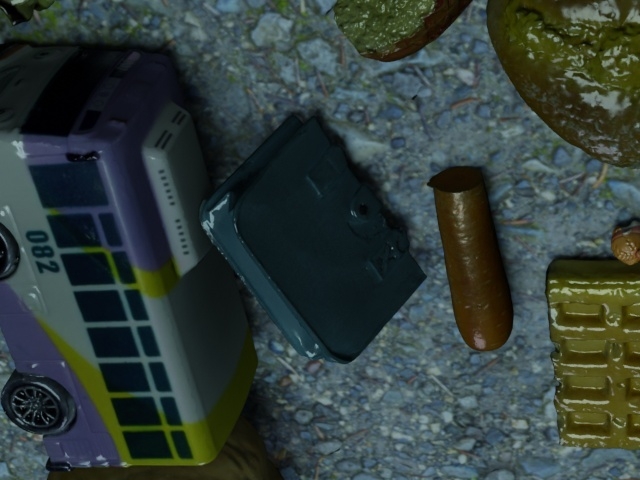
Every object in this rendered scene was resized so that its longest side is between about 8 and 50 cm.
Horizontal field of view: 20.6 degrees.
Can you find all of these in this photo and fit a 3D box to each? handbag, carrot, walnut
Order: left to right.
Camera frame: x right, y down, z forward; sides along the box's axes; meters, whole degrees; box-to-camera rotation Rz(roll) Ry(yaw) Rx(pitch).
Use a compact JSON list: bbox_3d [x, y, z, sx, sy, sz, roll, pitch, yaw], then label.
[{"bbox_3d":[-0.181,0.325,2.069,0.313,0.277,0.252,-12,159,30],"label":"walnut"},{"bbox_3d":[0.000,0.000,1.827,0.062,0.179,0.229,3,134,55],"label":"handbag"},{"bbox_3d":[0.163,0.029,1.866,0.067,0.067,0.225,-3,125,18],"label":"carrot"}]

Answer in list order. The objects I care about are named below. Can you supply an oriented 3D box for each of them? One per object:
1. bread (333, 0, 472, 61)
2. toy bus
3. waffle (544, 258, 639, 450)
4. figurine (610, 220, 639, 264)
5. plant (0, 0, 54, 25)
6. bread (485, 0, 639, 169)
[{"bbox_3d":[0.094,-0.236,1.639,0.086,0.125,0.156,52,129,16],"label":"bread"},{"bbox_3d":[-0.226,0.016,1.857,0.249,0.209,0.440,-2,122,19],"label":"toy bus"},{"bbox_3d":[0.360,0.125,1.896,0.221,0.055,0.248,1,127,15],"label":"waffle"},{"bbox_3d":[0.347,-0.012,1.800,0.109,0.047,0.064,-31,138,26],"label":"figurine"},{"bbox_3d":[-0.369,-0.338,1.599,0.297,0.261,0.306,-2,115,17],"label":"plant"},{"bbox_3d":[0.284,-0.175,1.600,0.195,0.176,0.246,-32,113,35],"label":"bread"}]
